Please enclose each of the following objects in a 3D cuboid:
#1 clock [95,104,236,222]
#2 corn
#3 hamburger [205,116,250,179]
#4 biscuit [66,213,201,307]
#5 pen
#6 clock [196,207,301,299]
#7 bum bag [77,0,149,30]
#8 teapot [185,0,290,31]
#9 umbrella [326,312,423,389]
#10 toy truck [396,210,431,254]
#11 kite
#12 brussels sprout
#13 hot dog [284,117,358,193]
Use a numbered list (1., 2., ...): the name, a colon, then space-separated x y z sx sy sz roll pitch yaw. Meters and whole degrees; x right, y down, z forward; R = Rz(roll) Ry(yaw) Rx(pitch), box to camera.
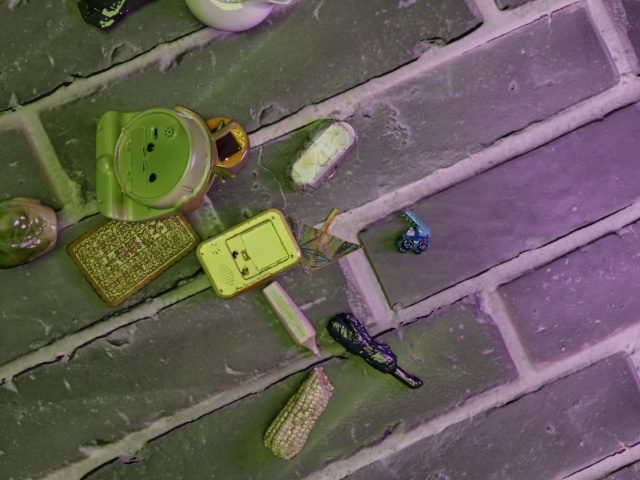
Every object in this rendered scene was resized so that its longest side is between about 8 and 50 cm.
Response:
1. clock: -0.313 -0.167 1.566 0.308 0.096 0.234 -7 79 22
2. corn: -0.039 0.375 1.658 0.087 0.087 0.211 37 88 -3
3. hamburger: -0.218 -0.196 1.645 0.126 0.081 0.141 39 76 -5
4. biscuit: -0.404 0.011 1.659 0.255 0.029 0.172 -37 93 -2
5. pen: -0.058 0.177 1.681 0.053 0.032 0.197 -37 91 -3
6. clock: -0.151 0.027 1.643 0.202 0.096 0.143 -26 95 -2
7. bum bag: -0.423 -0.524 1.643 0.198 0.049 0.087 -34 88 -2
8. teapot: -0.201 -0.546 1.614 0.298 0.139 0.204 15 92 -4
9. umbrella: 0.120 0.249 1.676 0.248 0.071 0.071 41 88 -2
10. toy truck: 0.204 -0.018 1.690 0.073 0.056 0.090 4 77 -8
11. kite: 0.000 0.000 1.695 0.190 0.010 0.159 21 89 -4
12. brussels sprout: -0.638 -0.014 1.581 0.181 0.144 0.161 2 125 -41
13. hot dog: -0.001 -0.184 1.673 0.099 0.053 0.192 40 91 -2
